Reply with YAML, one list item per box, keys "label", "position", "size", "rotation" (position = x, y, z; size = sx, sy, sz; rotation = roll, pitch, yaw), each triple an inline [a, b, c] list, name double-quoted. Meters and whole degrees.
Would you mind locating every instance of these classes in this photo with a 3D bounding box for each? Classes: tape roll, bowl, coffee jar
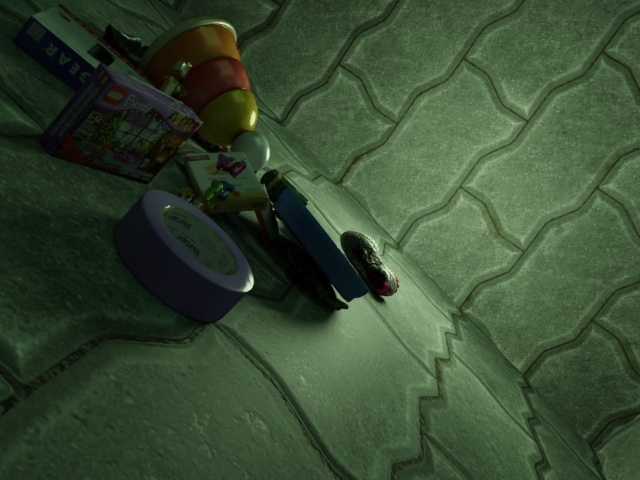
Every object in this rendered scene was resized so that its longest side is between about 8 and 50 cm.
- label: "tape roll"
  position: [-0.261, 0.028, 1.243]
  size: [0.275, 0.090, 0.275]
  rotation: [42, 14, -13]
- label: "bowl"
  position: [-0.005, 0.020, 1.877]
  size: [0.391, 0.077, 0.391]
  rotation: [52, -2, 3]
- label: "coffee jar"
  position: [-0.132, -0.173, 2.257]
  size: [0.184, 0.079, 0.096]
  rotation: [42, -5, -12]

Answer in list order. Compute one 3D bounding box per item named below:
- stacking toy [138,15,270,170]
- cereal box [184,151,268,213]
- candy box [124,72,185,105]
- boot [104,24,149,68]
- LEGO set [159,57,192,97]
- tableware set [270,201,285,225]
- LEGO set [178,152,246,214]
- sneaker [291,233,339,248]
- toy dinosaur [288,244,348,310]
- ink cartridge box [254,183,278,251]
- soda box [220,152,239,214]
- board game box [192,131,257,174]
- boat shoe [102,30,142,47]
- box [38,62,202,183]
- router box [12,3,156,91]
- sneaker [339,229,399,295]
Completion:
- label: "stacking toy"
  position: [-0.311, -0.411, 1.980]
  size: [0.480, 0.351, 0.350]
  rotation: [56, 15, 9]
- label: "cereal box"
  position: [-0.260, -0.162, 1.729]
  size: [0.173, 0.047, 0.240]
  rotation: [-6, 40, -24]
- label: "candy box"
  position: [-0.425, -0.281, 1.510]
  size: [0.070, 0.165, 0.196]
  rotation: [49, 14, 24]
- label: "boot"
  position: [-0.623, -0.639, 2.110]
  size: [0.207, 0.090, 0.248]
  rotation: [49, 15, -42]
- label: "LEGO set"
  position: [-0.415, -0.371, 1.808]
  size: [0.107, 0.132, 0.287]
  rotation: [35, 49, -38]
- label: "tableware set"
  position: [-0.148, -0.112, 2.122]
  size: [0.128, 0.039, 0.194]
  rotation: [53, 15, 31]
- label: "LEGO set"
  position: [-0.291, -0.124, 1.563]
  size: [0.093, 0.087, 0.227]
  rotation: [33, 54, 10]
- label: "sneaker"
  position: [0.000, 0.000, 2.142]
  size: [0.221, 0.087, 0.128]
  rotation: [46, 14, -4]
- label: "toy dinosaur"
  position: [-0.031, 0.102, 1.792]
  size: [0.268, 0.064, 0.118]
  rotation: [49, -1, 20]
- label: "ink cartridge box"
  position: [-0.155, -0.068, 1.817]
  size: [0.179, 0.045, 0.145]
  rotation: [-111, -176, -66]
- label: "soda box"
  position: [-0.268, -0.168, 1.863]
  size: [0.071, 0.067, 0.210]
  rotation: [34, 17, -38]
- label: "board game box"
  position: [-0.306, -0.330, 2.167]
  size: [0.243, 0.042, 0.165]
  rotation: [40, 37, -23]
- label: "boat shoe"
  position: [-0.690, -0.682, 2.172]
  size: [0.066, 0.066, 0.183]
  rotation: [27, 15, 13]
- label: "box"
  position: [-0.408, -0.233, 1.339]
  size: [0.057, 0.201, 0.293]
  rotation: [50, 14, 21]
- label: "router box"
  position: [-0.609, -0.468, 1.700]
  size: [0.335, 0.082, 0.301]
  rotation: [40, 14, -23]
- label: "sneaker"
  position: [0.180, 0.078, 2.378]
  size: [0.299, 0.121, 0.112]
  rotation: [50, 16, 17]
